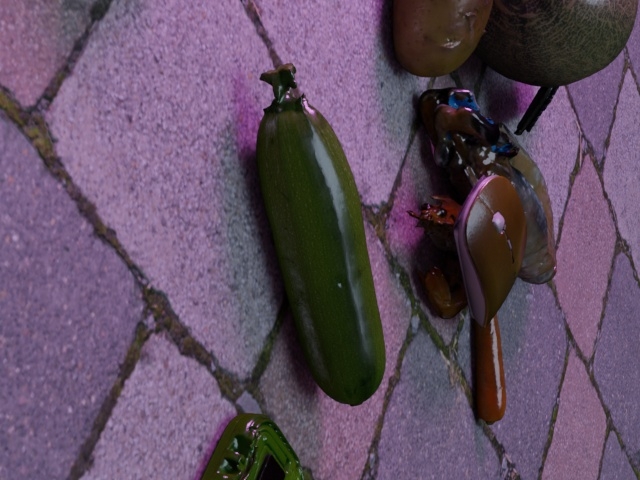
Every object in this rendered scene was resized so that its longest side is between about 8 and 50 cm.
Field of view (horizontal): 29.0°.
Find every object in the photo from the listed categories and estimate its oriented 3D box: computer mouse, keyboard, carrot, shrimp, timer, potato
[{"bbox_3d":[0.225,0.019,1.614,0.126,0.056,0.245,-57,150,-27],"label":"computer mouse"},{"bbox_3d":[0.339,-0.218,1.884,0.093,0.025,0.230,-59,175,24],"label":"keyboard"},{"bbox_3d":[0.235,0.138,1.754,0.043,0.043,0.248,-4,90,-60],"label":"carrot"},{"bbox_3d":[0.259,-0.088,1.752,0.446,0.110,0.221,44,42,-54],"label":"shrimp"},{"bbox_3d":[0.164,0.013,1.617,0.248,0.068,0.150,47,54,-55],"label":"shrimp"},{"bbox_3d":[-0.067,0.247,1.209,0.128,0.047,0.140,62,39,-37],"label":"timer"},{"bbox_3d":[0.151,-0.293,1.548,0.137,0.137,0.176,-18,106,-59],"label":"potato"}]

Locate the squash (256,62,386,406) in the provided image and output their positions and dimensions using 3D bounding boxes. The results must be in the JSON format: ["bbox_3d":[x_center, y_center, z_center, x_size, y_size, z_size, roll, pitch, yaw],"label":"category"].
[{"bbox_3d":[0.000,0.000,1.292,0.101,0.101,0.378,-42,123,-53],"label":"squash"}]

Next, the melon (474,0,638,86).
[{"bbox_3d":[0.315,-0.334,1.715,0.329,0.249,0.248,0,89,-70],"label":"melon"}]
